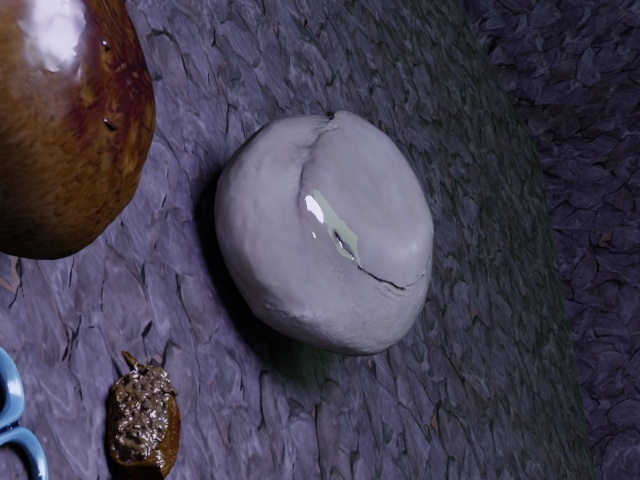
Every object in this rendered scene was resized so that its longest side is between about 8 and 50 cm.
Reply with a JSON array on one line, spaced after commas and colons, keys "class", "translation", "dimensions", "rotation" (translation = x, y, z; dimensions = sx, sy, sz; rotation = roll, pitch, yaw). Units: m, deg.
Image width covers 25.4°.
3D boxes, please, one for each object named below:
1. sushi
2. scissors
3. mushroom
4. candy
[{"class": "sushi", "translation": [-0.146, 0.146, 1.162], "dimensions": [0.055, 0.052, 0.120], "rotation": [73, 14, -45]}, {"class": "scissors", "translation": [-0.246, 0.143, 0.913], "dimensions": [0.256, 0.030, 0.125], "rotation": [-24, 94, -74]}, {"class": "mushroom", "translation": [-0.230, -0.152, 0.984], "dimensions": [0.345, 0.239, 0.345], "rotation": [2, 90, -85]}, {"class": "candy", "translation": [0.000, 0.000, 1.506], "dimensions": [0.295, 0.185, 0.295], "rotation": [30, 48, -40]}]
